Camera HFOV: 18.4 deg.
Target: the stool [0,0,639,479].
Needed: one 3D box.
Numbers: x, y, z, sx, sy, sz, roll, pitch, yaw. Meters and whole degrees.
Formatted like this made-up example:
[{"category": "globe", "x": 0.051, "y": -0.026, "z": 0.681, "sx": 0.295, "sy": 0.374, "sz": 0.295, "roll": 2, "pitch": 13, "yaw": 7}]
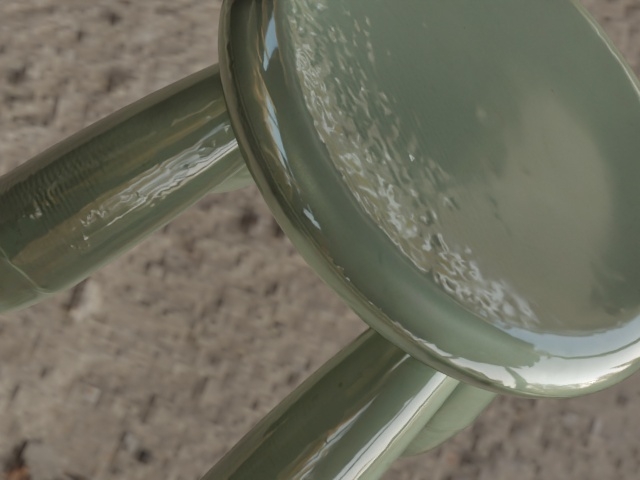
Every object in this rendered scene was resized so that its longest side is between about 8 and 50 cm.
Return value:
[{"category": "stool", "x": 0.000, "y": 0.000, "z": 0.722, "sx": 0.195, "sy": 0.198, "sz": 0.195, "roll": 55, "pitch": 42, "yaw": 2}]
